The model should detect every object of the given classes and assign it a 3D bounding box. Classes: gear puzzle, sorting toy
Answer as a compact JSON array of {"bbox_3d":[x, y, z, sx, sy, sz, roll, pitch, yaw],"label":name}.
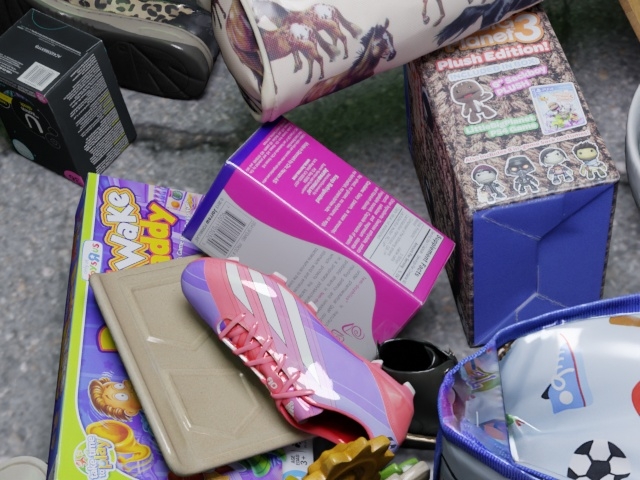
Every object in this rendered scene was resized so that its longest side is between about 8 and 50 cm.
[{"bbox_3d":[0.007,0.234,0.905,0.175,0.339,0.044,-32,61,-16],"label":"gear puzzle"},{"bbox_3d":[-0.061,0.142,1.060,0.229,0.041,0.307,-9,58,-35],"label":"sorting toy"}]

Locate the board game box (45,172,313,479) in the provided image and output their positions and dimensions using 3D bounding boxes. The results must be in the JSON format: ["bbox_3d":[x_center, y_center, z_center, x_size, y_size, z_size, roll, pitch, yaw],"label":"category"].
[{"bbox_3d":[-0.132,0.109,1.129,0.233,0.078,0.347,10,51,-17],"label":"board game box"}]

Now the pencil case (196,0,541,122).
[{"bbox_3d":[0.085,-0.270,1.107,0.410,0.160,0.183,-26,67,-11],"label":"pencil case"}]

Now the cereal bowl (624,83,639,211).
[{"bbox_3d":[0.483,-0.066,1.200,0.339,0.141,0.339,-3,53,4],"label":"cereal bowl"}]

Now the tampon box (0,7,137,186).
[{"bbox_3d":[-0.308,-0.165,1.366,0.120,0.161,0.101,26,60,26],"label":"tampon box"}]

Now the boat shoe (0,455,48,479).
[{"bbox_3d":[-0.374,0.316,1.063,0.335,0.095,0.112,-29,64,-9],"label":"boat shoe"}]

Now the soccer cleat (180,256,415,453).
[{"bbox_3d":[-0.028,0.107,1.024,0.248,0.083,0.095,37,49,-1],"label":"soccer cleat"}]

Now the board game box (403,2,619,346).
[{"bbox_3d":[0.184,-0.082,1.194,0.141,0.232,0.291,-12,51,-1],"label":"board game box"}]

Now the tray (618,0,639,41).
[{"bbox_3d":[0.411,-0.379,1.338,0.076,0.203,0.411,-20,18,39],"label":"tray"}]

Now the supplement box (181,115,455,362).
[{"bbox_3d":[0.000,0.000,1.107,0.220,0.111,0.114,37,40,0],"label":"supplement box"}]

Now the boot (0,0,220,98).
[{"bbox_3d":[-0.263,-0.354,1.520,0.377,0.138,0.284,18,58,15],"label":"boot"}]

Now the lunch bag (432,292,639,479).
[{"bbox_3d":[0.281,0.203,0.906,0.385,0.328,0.239,-2,51,4],"label":"lunch bag"}]

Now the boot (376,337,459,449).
[{"bbox_3d":[0.145,0.144,1.085,0.197,0.137,0.077,-2,52,4],"label":"boot"}]
